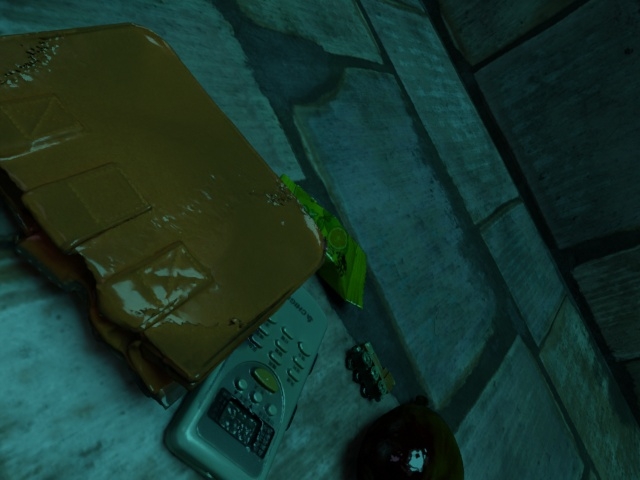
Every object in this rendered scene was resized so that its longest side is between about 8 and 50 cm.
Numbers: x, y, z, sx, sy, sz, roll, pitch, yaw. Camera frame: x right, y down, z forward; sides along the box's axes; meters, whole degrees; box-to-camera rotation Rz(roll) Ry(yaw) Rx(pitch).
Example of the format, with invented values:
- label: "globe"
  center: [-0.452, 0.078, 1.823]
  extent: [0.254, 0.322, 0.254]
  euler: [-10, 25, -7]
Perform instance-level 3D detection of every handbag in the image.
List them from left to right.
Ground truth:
- label: "handbag"
  center: [-0.200, -0.053, 0.541]
  extent: [0.410, 0.116, 0.303]
  euler: [51, 42, -1]

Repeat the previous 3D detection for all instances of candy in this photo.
- label: "candy"
  center: [0.000, 0.000, 0.806]
  extent: [0.246, 0.069, 0.149]
  euler: [42, 44, -22]

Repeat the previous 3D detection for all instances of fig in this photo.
- label: "fig"
  center: [0.153, 0.329, 0.738]
  extent: [0.170, 0.146, 0.274]
  euler: [59, 24, -6]

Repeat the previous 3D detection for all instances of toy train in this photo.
- label: "toy train"
  center: [0.087, 0.223, 0.790]
  extent: [0.064, 0.044, 0.103]
  euler: [-29, 93, -55]

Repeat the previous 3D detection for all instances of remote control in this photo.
- label: "remote control"
  center: [-0.077, 0.174, 0.621]
  extent: [0.140, 0.056, 0.296]
  euler: [49, 40, -18]
